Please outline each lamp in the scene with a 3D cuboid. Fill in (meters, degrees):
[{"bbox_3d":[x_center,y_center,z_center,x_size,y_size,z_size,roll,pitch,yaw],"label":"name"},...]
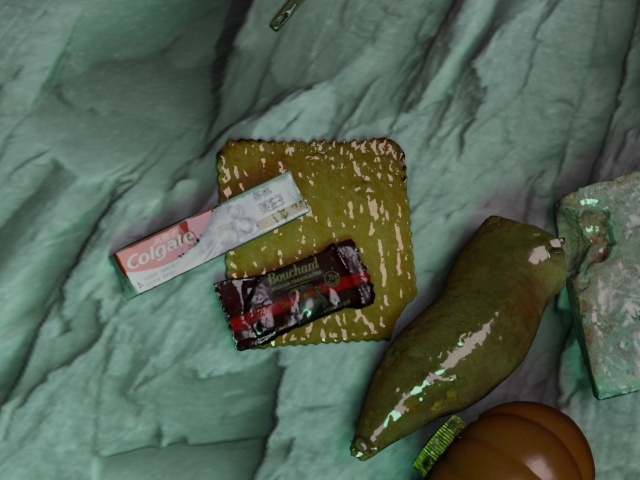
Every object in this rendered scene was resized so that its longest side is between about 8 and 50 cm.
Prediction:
[{"bbox_3d":[0.195,0.273,1.625,0.196,0.223,0.223,38,65,13],"label":"lamp"}]

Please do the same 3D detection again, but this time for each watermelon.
[{"bbox_3d":[0.366,0.037,1.816,0.226,0.148,0.318,25,84,2],"label":"watermelon"}]

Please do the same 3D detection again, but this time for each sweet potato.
[{"bbox_3d":[0.151,0.123,1.689,0.131,0.131,0.337,42,68,-10],"label":"sweet potato"}]

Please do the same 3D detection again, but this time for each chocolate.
[{"bbox_3d":[-0.024,0.058,1.668,0.182,0.028,0.086,-17,84,-23],"label":"chocolate"}]

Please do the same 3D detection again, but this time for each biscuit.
[{"bbox_3d":[0.000,0.000,1.713,0.232,0.013,0.237,-2,81,-23],"label":"biscuit"}]

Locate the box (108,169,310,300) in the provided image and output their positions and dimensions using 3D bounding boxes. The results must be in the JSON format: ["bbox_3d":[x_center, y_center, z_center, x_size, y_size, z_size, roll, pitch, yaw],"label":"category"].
[{"bbox_3d":[-0.118,-0.007,1.639,0.218,0.039,0.055,-25,89,-20],"label":"box"}]

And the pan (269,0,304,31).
[{"bbox_3d":[0.028,-0.321,1.772,0.128,0.048,0.202,18,73,-19],"label":"pan"}]
